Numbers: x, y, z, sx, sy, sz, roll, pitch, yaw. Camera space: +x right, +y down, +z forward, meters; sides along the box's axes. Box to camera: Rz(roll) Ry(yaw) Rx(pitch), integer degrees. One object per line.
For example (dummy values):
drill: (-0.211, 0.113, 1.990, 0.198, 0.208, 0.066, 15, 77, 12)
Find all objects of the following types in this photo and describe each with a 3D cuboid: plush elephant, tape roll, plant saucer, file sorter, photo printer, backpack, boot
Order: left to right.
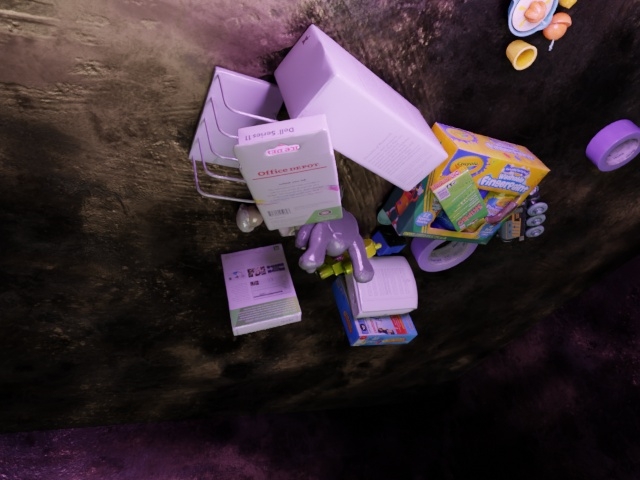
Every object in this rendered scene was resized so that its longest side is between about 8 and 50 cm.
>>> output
file sorter: (-0.209, -0.260, 1.137, 0.192, 0.173, 0.278, 6, 135, -30)
plush elephant: (0.000, 0.000, 1.504, 0.271, 0.330, 0.255, 8, 158, -29)
photo printer: (0.264, 0.189, 1.839, 0.307, 0.256, 0.107, -1, 158, -24)
backpack: (0.274, 0.006, 1.746, 0.120, 0.098, 0.101, -9, 152, -34)
plant saucer: (0.270, -0.109, 1.658, 0.119, 0.021, 0.119, -12, 142, -10)
tape roll: (0.532, 0.017, 1.875, 0.274, 0.090, 0.275, -13, 142, -10)
boot: (0.636, -0.102, 1.531, 0.114, 0.037, 0.106, -44, 149, 26)
tape roll: (1.139, -0.364, 1.682, 0.188, 0.080, 0.189, -12, 141, -10)

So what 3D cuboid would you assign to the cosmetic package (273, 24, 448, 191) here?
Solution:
cosmetic package: (0.116, -0.328, 1.151, 0.453, 0.230, 0.161, 22, 128, -40)

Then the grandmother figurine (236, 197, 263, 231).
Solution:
grandmother figurine: (-0.135, -0.140, 1.375, 0.342, 0.104, 0.207, -35, 146, 18)

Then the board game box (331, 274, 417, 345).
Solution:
board game box: (0.231, 0.303, 1.914, 0.301, 0.308, 0.086, 6, 137, -28)

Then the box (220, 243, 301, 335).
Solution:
box: (-0.215, 0.163, 1.531, 0.232, 0.322, 0.059, -11, 138, -11)

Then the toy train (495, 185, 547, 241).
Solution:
toy train: (0.826, -0.108, 1.826, 0.190, 0.142, 0.334, -15, 146, 14)

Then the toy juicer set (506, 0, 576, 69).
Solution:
toy juicer set: (0.576, -0.616, 1.115, 0.209, 0.090, 0.329, -28, 141, 11)

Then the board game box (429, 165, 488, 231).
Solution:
board game box: (0.462, -0.128, 1.430, 0.124, 0.039, 0.259, -33, 134, 14)

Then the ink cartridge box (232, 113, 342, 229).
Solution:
ink cartridge box: (-0.067, -0.168, 1.019, 0.206, 0.119, 0.353, -9, 153, 2)

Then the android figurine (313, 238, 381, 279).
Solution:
android figurine: (0.102, 0.066, 1.661, 0.272, 0.248, 0.056, -26, 102, -13)

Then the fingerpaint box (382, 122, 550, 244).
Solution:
fingerpaint box: (0.510, -0.178, 1.546, 0.444, 0.163, 0.371, 6, 132, -29)
